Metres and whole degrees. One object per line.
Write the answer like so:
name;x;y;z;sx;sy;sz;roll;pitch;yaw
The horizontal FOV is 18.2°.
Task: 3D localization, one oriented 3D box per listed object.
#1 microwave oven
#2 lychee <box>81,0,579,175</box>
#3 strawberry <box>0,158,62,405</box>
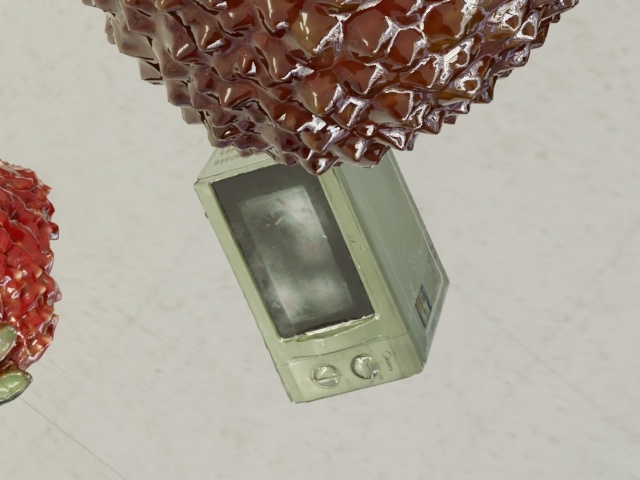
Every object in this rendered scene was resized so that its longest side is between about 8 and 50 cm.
microwave oven;0.000;0.000;1.567;0.129;0.163;0.205;-16;112;19
lychee;0.007;-0.178;0.856;0.275;0.276;0.304;5;114;-12
strawberry;-0.325;-0.002;1.562;0.233;0.306;0.138;-9;130;0
